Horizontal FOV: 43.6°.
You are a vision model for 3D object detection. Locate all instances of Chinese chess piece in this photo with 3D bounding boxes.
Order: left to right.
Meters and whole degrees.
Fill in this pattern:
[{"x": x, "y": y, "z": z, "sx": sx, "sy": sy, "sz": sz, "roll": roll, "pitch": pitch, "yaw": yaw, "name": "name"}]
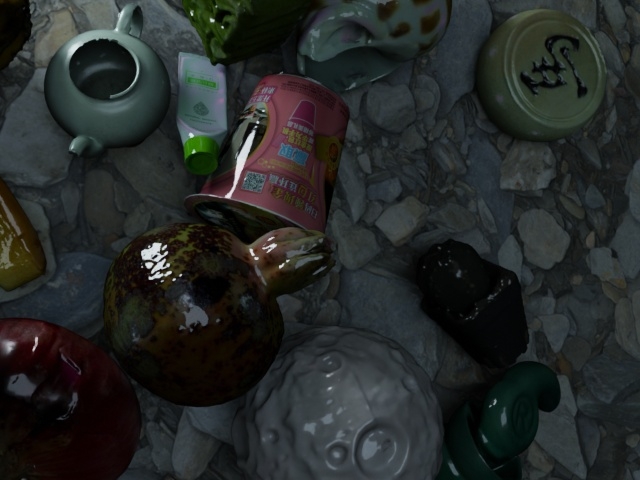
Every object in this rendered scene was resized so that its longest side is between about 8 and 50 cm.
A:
[{"x": 0.418, "y": -0.311, "z": 1.512, "sx": 0.251, "sy": 0.101, "sz": 0.250, "roll": 1, "pitch": 86, "yaw": -18, "name": "Chinese chess piece"}]

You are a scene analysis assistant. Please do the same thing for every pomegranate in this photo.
[{"x": -0.135, "y": 0.083, "z": 1.160, "sx": 0.341, "sy": 0.285, "sz": 0.284, "roll": -30, "pitch": 96, "yaw": 7, "name": "pomegranate"}]

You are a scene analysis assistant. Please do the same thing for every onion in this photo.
[{"x": -0.428, "y": 0.228, "z": 1.154, "sx": 0.348, "sy": 0.285, "sz": 0.347, "roll": 0, "pitch": 128, "yaw": 0, "name": "onion"}]

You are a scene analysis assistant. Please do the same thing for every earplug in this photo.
[{"x": 0.302, "y": 0.334, "z": 1.421, "sx": 0.280, "sy": 0.257, "sz": 0.164, "roll": -35, "pitch": 98, "yaw": 16, "name": "earplug"}]

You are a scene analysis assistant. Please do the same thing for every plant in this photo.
[{"x": 0.272, "y": 0.107, "z": 1.417, "sx": 0.142, "sy": 0.164, "sz": 0.256, "roll": -43, "pitch": 114, "yaw": -11, "name": "plant"}]

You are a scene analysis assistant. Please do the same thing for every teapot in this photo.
[{"x": -0.332, "y": -0.242, "z": 1.249, "sx": 0.193, "sy": 0.129, "sz": 0.294, "roll": 15, "pitch": 71, "yaw": -4, "name": "teapot"}]

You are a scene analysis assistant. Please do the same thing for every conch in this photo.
[{"x": 0.102, "y": -0.387, "z": 1.376, "sx": 0.368, "sy": 0.249, "sz": 0.197, "roll": -7, "pitch": 55, "yaw": -31, "name": "conch"}]

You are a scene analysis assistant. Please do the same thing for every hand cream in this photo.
[{"x": -0.187, "y": -0.214, "z": 1.281, "sx": 0.079, "sy": 0.050, "sz": 0.275, "roll": 31, "pitch": 36, "yaw": -34, "name": "hand cream"}]

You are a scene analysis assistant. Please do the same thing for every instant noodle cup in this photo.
[{"x": -0.066, "y": -0.126, "z": 1.303, "sx": 0.244, "sy": 0.244, "sz": 0.254, "roll": 24, "pitch": 74, "yaw": -14, "name": "instant noodle cup"}]

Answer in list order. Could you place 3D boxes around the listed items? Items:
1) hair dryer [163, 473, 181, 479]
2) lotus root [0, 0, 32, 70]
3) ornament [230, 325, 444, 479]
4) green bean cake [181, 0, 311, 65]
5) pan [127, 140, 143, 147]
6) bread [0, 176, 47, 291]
[{"x": -0.347, "y": 0.421, "z": 1.273, "sx": 0.220, "sy": 0.054, "sz": 0.195, "roll": 36, "pitch": 77, "yaw": -5, "name": "hair dryer"}, {"x": -0.602, "y": -0.267, "z": 1.147, "sx": 0.398, "sy": 0.196, "sz": 0.179, "roll": -28, "pitch": 75, "yaw": -18, "name": "lotus root"}, {"x": 0.035, "y": 0.300, "z": 1.253, "sx": 0.337, "sy": 0.337, "sz": 0.336, "roll": 1, "pitch": 87, "yaw": -17, "name": "ornament"}, {"x": -0.136, "y": -0.429, "z": 1.268, "sx": 0.156, "sy": 0.250, "sz": 0.246, "roll": -24, "pitch": 91, "yaw": -18, "name": "green bean cake"}, {"x": -0.340, "y": -0.184, "z": 1.314, "sx": 0.115, "sy": 0.023, "sz": 0.068, "roll": -12, "pitch": 90, "yaw": -17, "name": "pan"}, {"x": -0.504, "y": -0.042, "z": 1.220, "sx": 0.094, "sy": 0.102, "sz": 0.245, "roll": -32, "pitch": 95, "yaw": -9, "name": "bread"}]
